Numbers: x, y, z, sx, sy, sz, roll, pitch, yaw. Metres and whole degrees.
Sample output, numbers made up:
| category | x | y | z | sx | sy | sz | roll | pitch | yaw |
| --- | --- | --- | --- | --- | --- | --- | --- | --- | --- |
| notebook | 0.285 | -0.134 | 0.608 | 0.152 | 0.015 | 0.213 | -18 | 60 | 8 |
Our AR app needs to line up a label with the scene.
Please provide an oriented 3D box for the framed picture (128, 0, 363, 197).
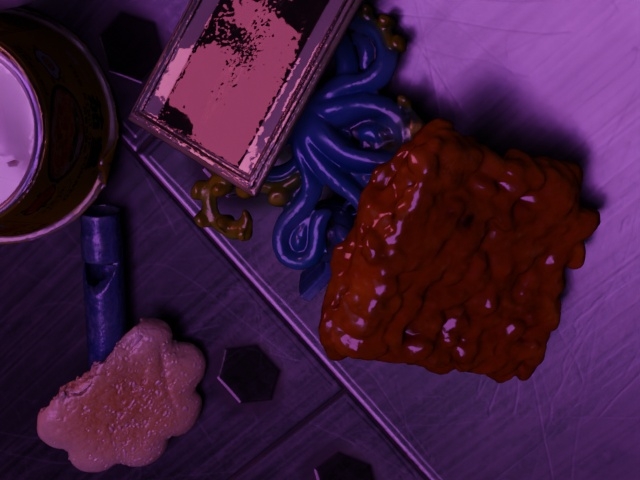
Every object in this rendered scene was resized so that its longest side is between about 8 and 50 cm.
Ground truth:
| category | x | y | z | sx | sy | sz | roll | pitch | yaw |
| --- | --- | --- | --- | --- | --- | --- | --- | --- | --- |
| framed picture | -0.093 | -0.229 | 1.611 | 0.231 | 0.018 | 0.293 | 31 | 95 | 29 |

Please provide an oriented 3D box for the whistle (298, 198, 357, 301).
| category | x | y | z | sx | sy | sz | roll | pitch | yaw |
| --- | --- | --- | --- | --- | --- | --- | --- | --- | --- |
| whistle | 0.000 | 0.000 | 1.721 | 0.090 | 0.090 | 0.158 | 44 | 117 | 0 |

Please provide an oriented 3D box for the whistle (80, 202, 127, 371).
| category | x | y | z | sx | sy | sz | roll | pitch | yaw |
| --- | --- | --- | --- | --- | --- | --- | --- | --- | --- |
| whistle | -0.302 | 0.100 | 1.874 | 0.062 | 0.062 | 0.304 | 7 | 110 | 17 |

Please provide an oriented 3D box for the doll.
| category | x | y | z | sx | sy | sz | roll | pitch | yaw |
| --- | --- | --- | --- | --- | --- | --- | --- | --- | --- |
| doll | -0.019 | -0.136 | 1.635 | 0.341 | 0.099 | 0.346 | 28 | 101 | 20 |

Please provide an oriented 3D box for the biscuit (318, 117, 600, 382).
| category | x | y | z | sx | sy | sz | roll | pitch | yaw |
| --- | --- | --- | --- | --- | --- | --- | --- | --- | --- |
| biscuit | 0.168 | 0.024 | 1.582 | 0.312 | 0.110 | 0.318 | 11 | 110 | -29 |

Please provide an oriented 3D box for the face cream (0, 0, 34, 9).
| category | x | y | z | sx | sy | sz | roll | pitch | yaw |
| --- | --- | --- | --- | --- | --- | --- | --- | --- | --- |
| face cream | -0.486 | -0.458 | 1.649 | 0.357 | 0.219 | 0.312 | 26 | 117 | 12 |

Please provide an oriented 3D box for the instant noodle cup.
| category | x | y | z | sx | sy | sz | roll | pitch | yaw |
| --- | --- | --- | --- | --- | --- | --- | --- | --- | --- |
| instant noodle cup | -0.437 | -0.144 | 1.676 | 0.326 | 0.254 | 0.325 | 0 | 95 | 2 |

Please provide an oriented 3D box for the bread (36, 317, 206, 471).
| category | x | y | z | sx | sy | sz | roll | pitch | yaw |
| --- | --- | --- | --- | --- | --- | --- | --- | --- | --- |
| bread | -0.266 | 0.233 | 1.874 | 0.251 | 0.039 | 0.182 | -42 | 110 | 7 |
